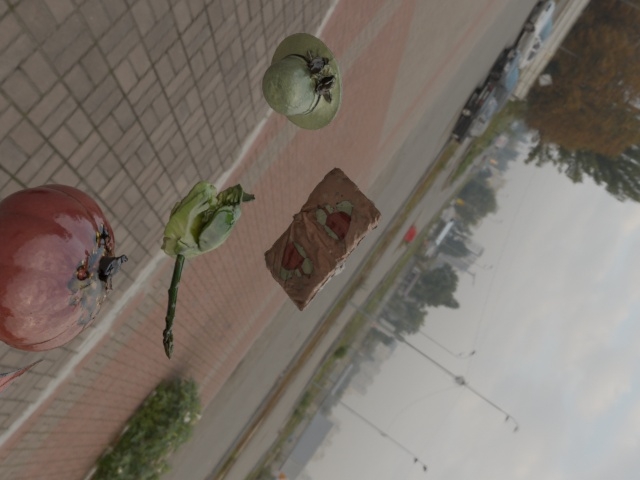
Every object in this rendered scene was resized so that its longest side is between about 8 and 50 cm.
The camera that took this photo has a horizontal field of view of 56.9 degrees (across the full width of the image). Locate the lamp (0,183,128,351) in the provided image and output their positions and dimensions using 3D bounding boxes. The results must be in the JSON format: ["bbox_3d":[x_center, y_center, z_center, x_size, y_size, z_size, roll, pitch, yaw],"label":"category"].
[{"bbox_3d":[-0.285,0.030,0.633,0.182,0.140,0.182,14,90,-90],"label":"lamp"}]

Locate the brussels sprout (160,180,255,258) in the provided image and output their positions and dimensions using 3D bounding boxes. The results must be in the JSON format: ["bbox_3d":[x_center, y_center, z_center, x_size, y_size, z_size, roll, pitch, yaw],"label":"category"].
[{"bbox_3d":[-0.200,-0.031,1.034,0.181,0.100,0.139,-53,173,14],"label":"brussels sprout"}]

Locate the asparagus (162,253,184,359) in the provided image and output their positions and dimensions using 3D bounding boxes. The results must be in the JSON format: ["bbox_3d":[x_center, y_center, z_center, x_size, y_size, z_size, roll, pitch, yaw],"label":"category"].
[{"bbox_3d":[-0.175,0.074,0.697,0.163,0.016,0.016,-97,168,-50],"label":"asparagus"}]

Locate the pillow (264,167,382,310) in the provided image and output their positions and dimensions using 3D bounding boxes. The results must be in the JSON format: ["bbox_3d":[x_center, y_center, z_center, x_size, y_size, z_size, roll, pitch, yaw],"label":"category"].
[{"bbox_3d":[0.000,0.000,1.051,0.248,0.135,0.049,-51,161,23],"label":"pillow"}]

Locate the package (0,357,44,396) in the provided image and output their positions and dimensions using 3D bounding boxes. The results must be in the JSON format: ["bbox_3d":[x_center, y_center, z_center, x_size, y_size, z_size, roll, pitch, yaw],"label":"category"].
[{"bbox_3d":[-0.555,0.246,0.852,0.194,0.071,0.269,-30,164,15],"label":"package"}]

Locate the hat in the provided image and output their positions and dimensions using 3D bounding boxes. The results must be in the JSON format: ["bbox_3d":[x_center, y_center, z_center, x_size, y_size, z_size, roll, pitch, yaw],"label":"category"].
[{"bbox_3d":[-0.077,-0.402,1.550,0.130,0.257,0.257,-32,156,-44],"label":"hat"}]
